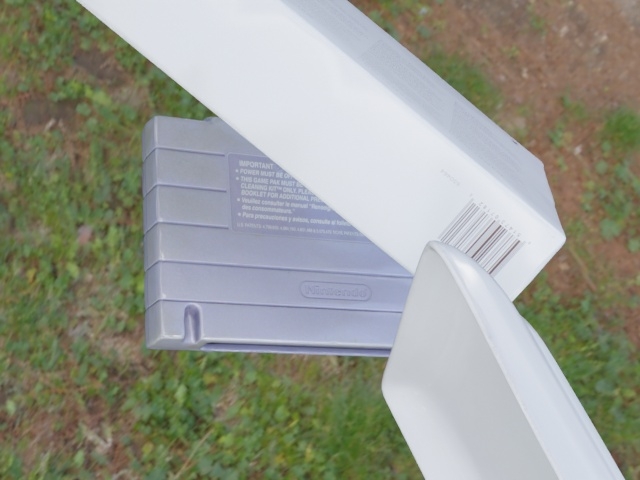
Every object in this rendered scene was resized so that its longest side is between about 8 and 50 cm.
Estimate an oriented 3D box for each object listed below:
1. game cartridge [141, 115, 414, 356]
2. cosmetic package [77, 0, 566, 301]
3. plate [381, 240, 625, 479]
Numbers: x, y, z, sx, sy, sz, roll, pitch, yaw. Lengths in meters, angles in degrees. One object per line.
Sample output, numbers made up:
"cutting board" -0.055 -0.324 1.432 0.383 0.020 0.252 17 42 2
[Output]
"game cartridge" 0.000 0.000 1.089 0.355 0.068 0.230 5 65 -24
"cosmetic package" 0.012 -0.121 0.861 0.377 0.097 0.284 39 18 -2
"plate" 0.125 0.160 0.651 0.045 0.278 0.277 -23 68 -13
